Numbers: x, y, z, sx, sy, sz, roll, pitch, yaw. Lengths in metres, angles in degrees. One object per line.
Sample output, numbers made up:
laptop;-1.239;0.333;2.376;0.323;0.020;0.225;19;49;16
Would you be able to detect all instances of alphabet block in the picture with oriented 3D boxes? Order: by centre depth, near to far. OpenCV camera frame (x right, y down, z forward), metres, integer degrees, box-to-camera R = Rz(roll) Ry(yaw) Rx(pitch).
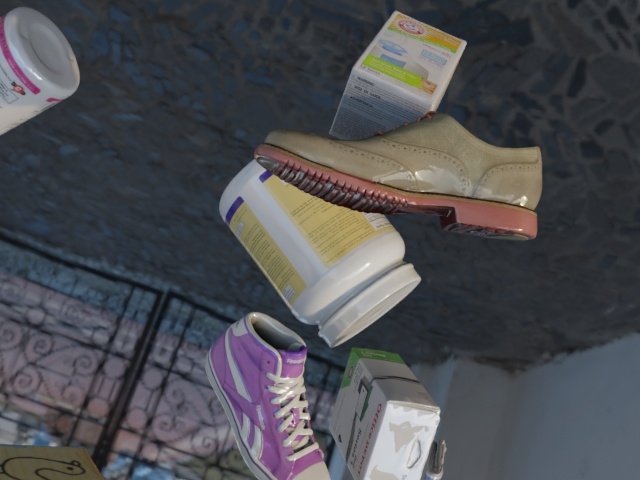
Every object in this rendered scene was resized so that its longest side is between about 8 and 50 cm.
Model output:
alphabet block;-0.451;0.444;1.472;0.193;0.193;0.197;8;-173;-28

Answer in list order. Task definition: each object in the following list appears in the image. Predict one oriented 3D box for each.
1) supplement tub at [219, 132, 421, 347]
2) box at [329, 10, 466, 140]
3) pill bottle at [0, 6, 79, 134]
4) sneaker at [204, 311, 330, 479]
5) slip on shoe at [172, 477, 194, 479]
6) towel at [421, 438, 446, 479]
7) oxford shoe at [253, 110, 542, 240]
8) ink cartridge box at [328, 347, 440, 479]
supplement tub;0.000;0.000;1.690;0.331;0.241;0.241;53;160;11
box;0.105;-0.204;1.238;0.114;0.203;0.103;25;129;5
pill bottle;-0.557;-0.253;1.555;0.283;0.160;0.160;-24;141;19
sneaker;-0.053;0.232;1.317;0.282;0.102;0.161;55;131;13
slip on shoe;-0.044;0.362;1.134;0.332;0.101;0.123;4;163;23
towel;0.197;0.552;1.860;0.034;0.284;0.209;15;-172;9
oxford shoe;0.097;-0.094;1.118;0.348;0.130;0.123;13;174;-11
ink cartridge box;0.097;0.288;1.508;0.093;0.160;0.219;12;-168;-15
